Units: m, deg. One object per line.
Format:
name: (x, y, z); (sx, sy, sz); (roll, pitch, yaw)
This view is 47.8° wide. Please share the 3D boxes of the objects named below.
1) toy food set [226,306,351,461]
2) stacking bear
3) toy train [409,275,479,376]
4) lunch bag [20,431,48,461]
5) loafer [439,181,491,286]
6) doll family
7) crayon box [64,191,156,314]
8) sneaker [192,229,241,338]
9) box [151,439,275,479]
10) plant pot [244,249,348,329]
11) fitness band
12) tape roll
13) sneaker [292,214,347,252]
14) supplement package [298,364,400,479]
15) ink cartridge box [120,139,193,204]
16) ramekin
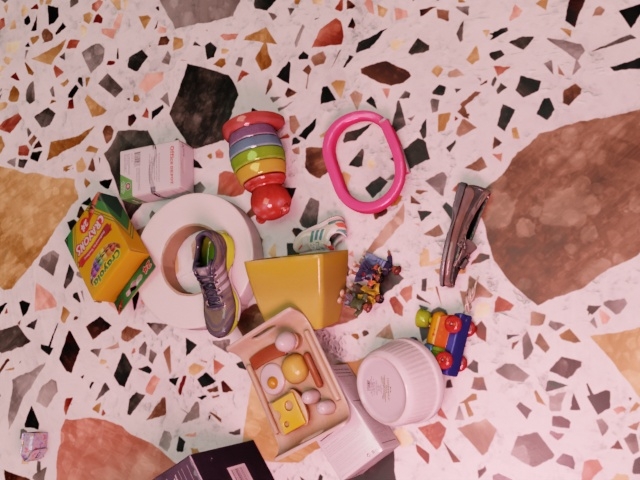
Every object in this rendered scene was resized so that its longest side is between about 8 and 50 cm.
toy food set: (-0.085, 0.343, 1.725); (0.220, 0.092, 0.306); (-34, 69, 22)
stacking bear: (-0.160, -0.192, 1.978); (0.175, 0.164, 0.289); (-20, 78, 17)
toy train: (0.295, 0.194, 1.755); (0.143, 0.105, 0.248); (11, 84, 37)
lunch bag: (-0.847, 0.611, 2.138); (0.053, 0.071, 0.083); (0, 78, 18)
loafer: (0.354, -0.012, 1.770); (0.084, 0.096, 0.267); (10, 82, 17)
doll family: (0.130, 0.108, 1.845); (0.111, 0.076, 0.193); (18, 84, 28)
crayon box: (-0.615, 0.035, 2.099); (0.202, 0.081, 0.318); (-51, 54, 16)
sneaker: (-0.289, 0.110, 1.906); (0.111, 0.121, 0.300); (-15, 75, 19)
box: (-0.315, 0.659, 1.768); (0.312, 0.343, 0.179); (-36, 71, 11)
plant pot: (-0.049, 0.130, 1.849); (0.212, 0.212, 0.187); (-6, 90, 21)
fitness band: (0.118, -0.212, 1.921); (0.209, 0.054, 0.291); (-24, 71, 16)
tape roll: (-0.347, 0.060, 2.044); (0.392, 0.072, 0.392); (-4, 79, 20)
sneaker: (0.000, 0.000, 1.916); (0.161, 0.057, 0.075); (-28, 51, 12)
supplement package: (0.059, 0.440, 1.772); (0.134, 0.139, 0.244); (-41, 67, 13)
ink cartridge box: (-0.483, -0.200, 2.139); (0.208, 0.087, 0.153); (-7, 77, 21)
ramekin: (0.181, 0.342, 1.711); (0.207, 0.109, 0.207); (11, 105, 48)
